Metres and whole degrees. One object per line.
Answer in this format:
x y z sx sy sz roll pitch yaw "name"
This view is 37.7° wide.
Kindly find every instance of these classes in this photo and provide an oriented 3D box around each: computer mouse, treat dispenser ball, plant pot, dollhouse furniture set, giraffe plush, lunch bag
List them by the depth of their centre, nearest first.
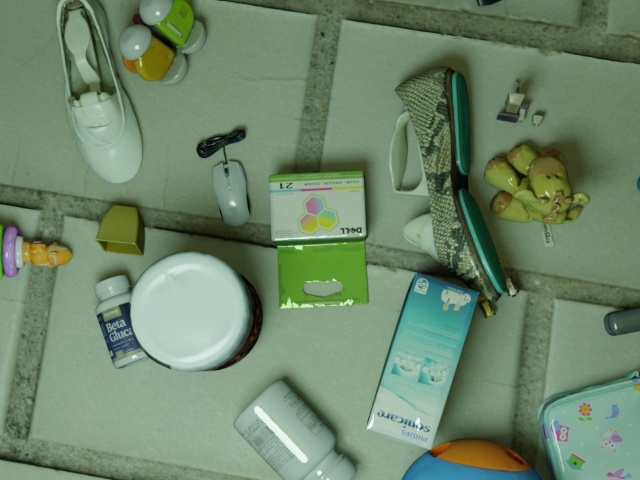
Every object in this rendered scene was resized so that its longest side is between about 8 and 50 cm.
0.271 0.498 1.671 0.288 0.288 0.288 0 83 3 "treat dispenser ball"
0.561 0.368 1.767 0.279 0.108 0.223 -13 80 0 "lunch bag"
0.422 -0.096 1.798 0.181 0.170 0.210 -26 83 -1 "giraffe plush"
0.405 -0.287 1.854 0.091 0.114 0.081 11 79 6 "dollhouse furniture set"
-0.393 -0.023 1.875 0.081 0.081 0.083 6 71 3 "plant pot"
-0.183 -0.125 1.894 0.106 0.042 0.192 -14 82 0 "computer mouse"

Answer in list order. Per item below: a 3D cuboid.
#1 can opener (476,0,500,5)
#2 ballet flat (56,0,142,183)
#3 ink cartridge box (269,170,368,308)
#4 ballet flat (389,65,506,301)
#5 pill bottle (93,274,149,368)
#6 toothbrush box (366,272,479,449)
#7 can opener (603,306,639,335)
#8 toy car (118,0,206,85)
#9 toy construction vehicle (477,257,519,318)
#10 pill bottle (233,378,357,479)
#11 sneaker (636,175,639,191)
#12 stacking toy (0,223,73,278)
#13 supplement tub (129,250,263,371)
0.392 -0.549 1.922 0.186 0.073 0.059 -27 44 -4 "can opener"
-0.462 -0.311 1.886 0.139 0.139 0.400 -14 83 1 "ballet flat"
0.000 0.000 1.843 0.189 0.097 0.255 -3 82 2 "ink cartridge box"
0.232 -0.100 1.834 0.182 0.164 0.482 -15 76 22 "ballet flat"
-0.386 0.158 1.841 0.094 0.094 0.169 -21 82 0 "pill bottle"
0.186 0.224 1.748 0.126 0.216 0.295 17 85 5 "toothbrush box"
0.697 0.159 1.803 0.284 0.076 0.095 -12 82 2 "can opener"
-0.334 -0.413 1.900 0.136 0.159 0.182 25 84 42 "toy car"
0.342 0.094 1.851 0.086 0.035 0.098 -26 80 10 "toy construction vehicle"
-0.045 0.386 1.779 0.131 0.131 0.229 -44 83 -3 "pill bottle"
0.774 -0.178 1.818 0.341 0.125 0.139 -36 88 0 "sneaker"
-0.645 0.024 1.855 0.302 0.175 0.165 0 86 -9 "stacking toy"
-0.215 0.136 1.714 0.207 0.338 0.207 0 83 2 "supplement tub"
